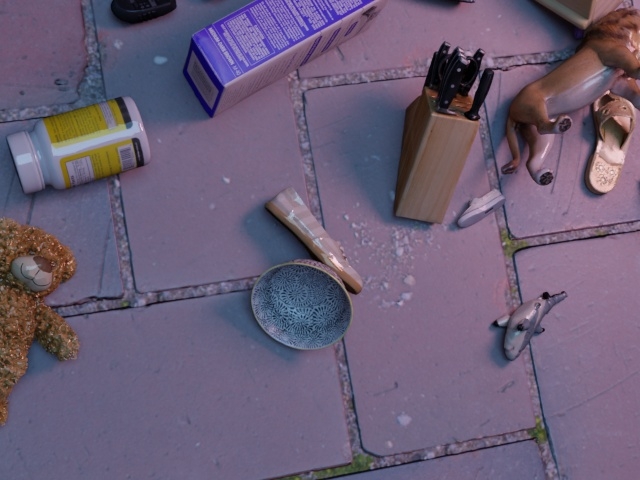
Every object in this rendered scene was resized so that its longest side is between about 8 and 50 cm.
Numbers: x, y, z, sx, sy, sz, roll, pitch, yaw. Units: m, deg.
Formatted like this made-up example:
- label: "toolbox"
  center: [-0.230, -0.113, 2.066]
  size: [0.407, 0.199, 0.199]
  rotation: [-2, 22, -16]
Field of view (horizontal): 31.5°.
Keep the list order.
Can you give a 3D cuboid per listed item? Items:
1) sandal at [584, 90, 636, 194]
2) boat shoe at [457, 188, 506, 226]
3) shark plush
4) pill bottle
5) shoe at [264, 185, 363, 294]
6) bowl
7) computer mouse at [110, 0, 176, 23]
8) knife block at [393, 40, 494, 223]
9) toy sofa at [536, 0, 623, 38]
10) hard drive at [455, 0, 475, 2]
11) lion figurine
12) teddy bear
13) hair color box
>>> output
- label: "sandal"
  center: [0.541, -0.203, 2.057]
  size: [0.088, 0.079, 0.240]
  rotation: [15, 78, -10]
- label: "boat shoe"
  center: [0.279, -0.060, 2.004]
  size: [0.100, 0.035, 0.035]
  rotation: [-32, 62, -11]
- label: "shark plush"
  center: [0.371, 0.140, 1.998]
  size: [0.161, 0.073, 0.067]
  rotation: [-42, 113, -35]
- label: "pill bottle"
  center: [-0.389, -0.150, 1.822]
  size: [0.208, 0.119, 0.119]
  rotation: [-18, 86, -15]
- label: "shoe"
  center: [0.000, 0.000, 1.907]
  size: [0.058, 0.076, 0.219]
  rotation: [-44, 91, -10]
- label: "bowl"
  center: [-0.023, 0.090, 1.873]
  size: [0.170, 0.080, 0.170]
  rotation: [6, 120, 10]
- label: "computer mouse"
  center: [-0.243, -0.420, 1.941]
  size: [0.242, 0.041, 0.071]
  rotation: [-18, 63, -19]
- label: "knife block"
  center: [0.209, -0.183, 1.896]
  size: [0.088, 0.242, 0.275]
  rotation: [10, 80, -10]
- label: "toy sofa"
  center: [0.537, -0.555, 2.091]
  size: [0.150, 0.177, 0.362]
  rotation: [38, 75, 19]
- label: "hard drive"
  center: [0.171, -0.529, 2.037]
  size: [0.255, 0.054, 0.172]
  rotation: [17, 79, -10]
- label: "lion figurine"
  center: [0.449, -0.267, 1.999]
  size: [0.392, 0.240, 0.142]
  rotation: [-28, 128, 1]
- label: "teddy bear"
  center: [-0.502, 0.133, 1.759]
  size: [0.245, 0.113, 0.338]
  rotation: [45, 75, -5]
- label: "hair color box"
  center: [-0.057, -0.350, 1.891]
  size: [0.339, 0.185, 0.110]
  rotation: [-30, 88, -15]
